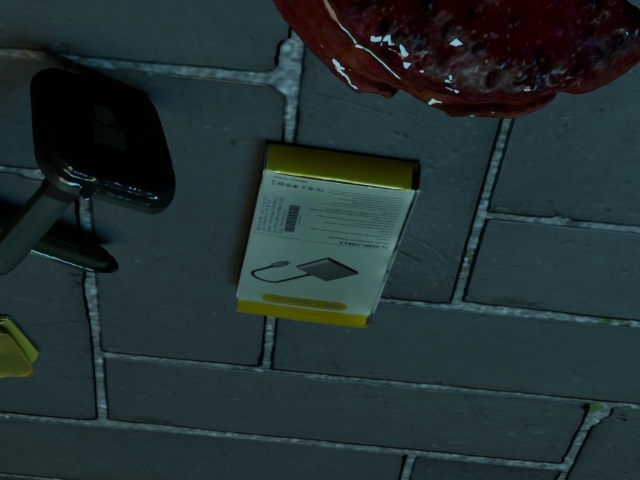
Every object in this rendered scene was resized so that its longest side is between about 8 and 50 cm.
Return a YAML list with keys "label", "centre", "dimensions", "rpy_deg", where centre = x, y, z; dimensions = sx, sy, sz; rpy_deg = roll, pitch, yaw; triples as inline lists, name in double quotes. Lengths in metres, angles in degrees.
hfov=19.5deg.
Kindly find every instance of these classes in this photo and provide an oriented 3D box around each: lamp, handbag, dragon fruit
- label: "lamp"
  centre: [-0.198, -0.023, 1.495]
  dimensions: [0.203, 0.124, 0.283]
  rpy_deg: [13, 153, -34]
- label: "handbag"
  centre: [-0.316, 0.103, 1.812]
  dimensions: [0.061, 0.027, 0.083]
  rpy_deg: [-4, 145, 18]
- label: "dragon fruit"
  centre: [0.023, -0.174, 1.085]
  dimensions: [0.317, 0.152, 0.205]
  rpy_deg: [39, 179, -34]

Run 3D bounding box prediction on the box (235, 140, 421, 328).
- label: "box"
  centre: [0.000, 0.000, 1.585]
  dimensions: [0.129, 0.033, 0.247]
  rpy_deg: [7, 150, -6]
